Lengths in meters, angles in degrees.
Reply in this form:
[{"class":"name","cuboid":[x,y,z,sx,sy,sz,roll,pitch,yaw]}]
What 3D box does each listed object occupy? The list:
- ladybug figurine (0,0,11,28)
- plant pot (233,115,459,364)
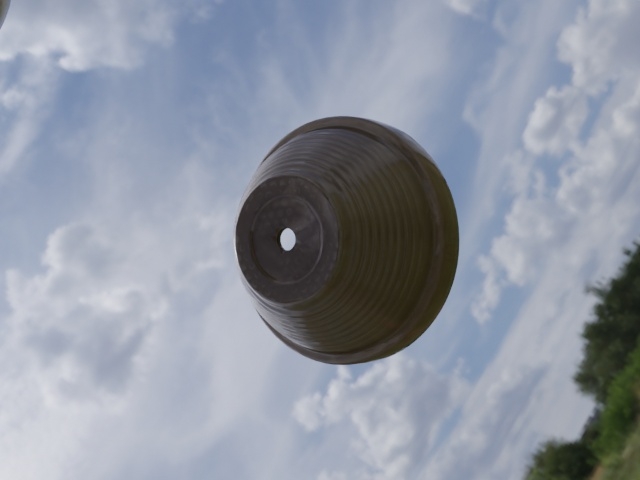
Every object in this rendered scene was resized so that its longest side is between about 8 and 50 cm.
[{"class":"ladybug figurine","cuboid":[-0.389,-0.147,0.577,0.162,0.305,0.449,-51,-15,33]},{"class":"plant pot","cuboid":[0.000,0.000,0.931,0.109,0.237,0.237,0,-63,-57]}]
